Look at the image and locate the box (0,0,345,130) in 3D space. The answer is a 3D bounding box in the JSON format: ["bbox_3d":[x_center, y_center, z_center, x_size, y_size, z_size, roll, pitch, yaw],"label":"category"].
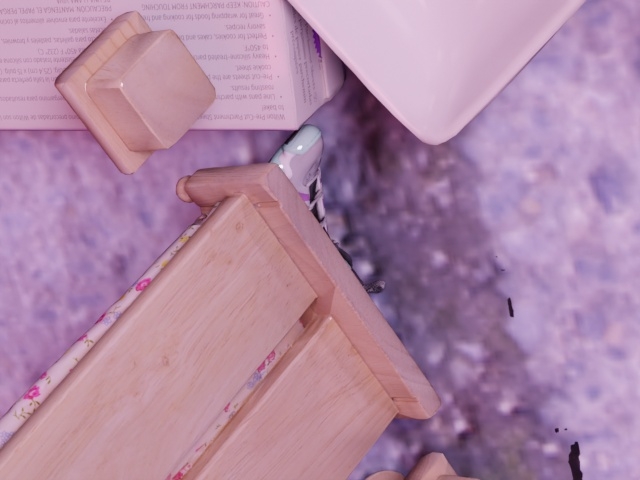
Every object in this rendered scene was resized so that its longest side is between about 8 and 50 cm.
[{"bbox_3d":[-0.151,-0.087,0.816,0.324,0.063,0.067,0,113,21],"label":"box"}]

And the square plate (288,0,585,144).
[{"bbox_3d":[0.040,-0.268,0.652,0.344,0.049,0.347,48,121,5],"label":"square plate"}]

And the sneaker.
[{"bbox_3d":[0.000,0.000,0.812,0.069,0.038,0.098,30,129,5],"label":"sneaker"}]

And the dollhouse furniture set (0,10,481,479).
[{"bbox_3d":[-0.107,0.143,0.767,0.174,0.303,0.355,-1,131,50],"label":"dollhouse furniture set"}]
